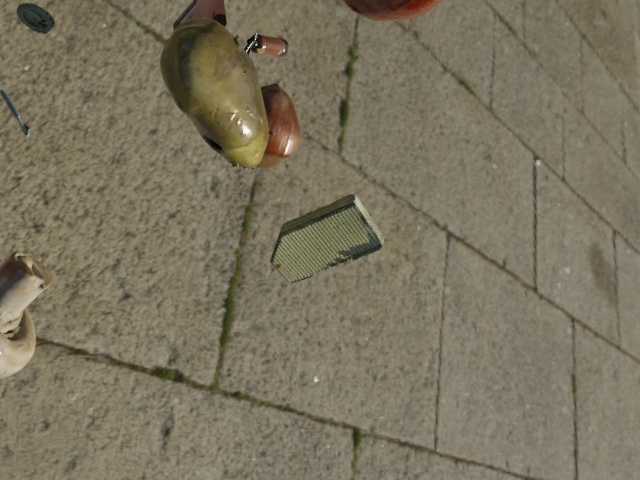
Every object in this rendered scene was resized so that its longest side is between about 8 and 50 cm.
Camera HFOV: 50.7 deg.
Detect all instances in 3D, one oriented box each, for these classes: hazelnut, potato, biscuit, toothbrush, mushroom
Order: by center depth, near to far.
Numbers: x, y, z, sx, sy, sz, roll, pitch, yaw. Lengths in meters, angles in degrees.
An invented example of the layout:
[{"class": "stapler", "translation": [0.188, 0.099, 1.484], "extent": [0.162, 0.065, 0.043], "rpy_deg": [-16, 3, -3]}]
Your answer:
[{"class": "potato", "translation": [-0.170, -0.251, 1.175], "extent": [0.296, 0.141, 0.191], "rpy_deg": [66, 9, -45]}, {"class": "biscuit", "translation": [0.000, 0.000, 1.489], "extent": [0.150, 0.252, 0.052], "rpy_deg": [51, 26, -35]}, {"class": "mushroom", "translation": [-0.763, 0.168, 1.608], "extent": [0.292, 0.290, 0.292], "rpy_deg": [53, 1, -1]}, {"class": "hazelnut", "translation": [-0.135, -0.277, 1.632], "extent": [0.176, 0.214, 0.214], "rpy_deg": [11, 68, -16]}, {"class": "toothbrush", "translation": [-0.794, -0.334, 1.753], "extent": [0.016, 0.019, 0.219], "rpy_deg": [-5, 41, -41]}]

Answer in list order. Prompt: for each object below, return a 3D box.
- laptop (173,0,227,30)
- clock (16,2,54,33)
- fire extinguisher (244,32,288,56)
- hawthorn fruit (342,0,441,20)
[{"class": "laptop", "translation": [-0.285, -0.516, 1.614], "extent": [0.154, 0.026, 0.207], "rpy_deg": [89, 23, -54]}, {"class": "clock", "translation": [-0.649, -0.506, 1.536], "extent": [0.083, 0.074, 0.010], "rpy_deg": [34, 45, -35]}, {"class": "fire extinguisher", "translation": [-0.142, -0.492, 1.714], "extent": [0.050, 0.062, 0.177], "rpy_deg": [34, 24, 15]}, {"class": "hawthorn fruit", "translation": [0.136, -0.460, 1.082], "extent": [0.224, 0.261, 0.224], "rpy_deg": [-11, 115, -24]}]
